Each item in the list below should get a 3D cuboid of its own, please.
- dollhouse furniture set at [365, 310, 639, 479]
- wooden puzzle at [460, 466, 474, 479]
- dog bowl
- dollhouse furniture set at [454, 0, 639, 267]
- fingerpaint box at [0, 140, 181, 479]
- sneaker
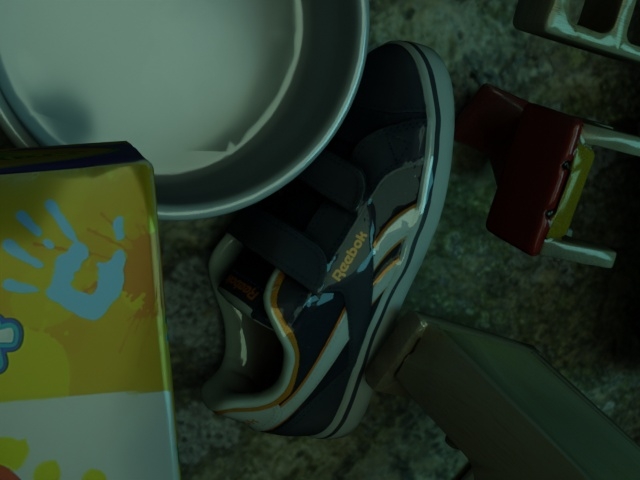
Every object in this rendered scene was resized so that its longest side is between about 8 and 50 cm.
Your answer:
[{"bbox_3d":[0.083,0.294,0.709,0.362,0.256,0.394,19,110,-44],"label":"dollhouse furniture set"},{"bbox_3d":[0.171,0.343,0.903,0.221,0.044,0.239,-47,109,-5],"label":"wooden puzzle"},{"bbox_3d":[-0.106,-0.152,0.648,0.265,0.104,0.265,-5,104,-20],"label":"dog bowl"},{"bbox_3d":[0.162,-0.193,0.700,0.152,0.201,0.374,11,104,-23],"label":"dollhouse furniture set"},{"bbox_3d":[-0.302,0.148,0.506,0.445,0.163,0.371,-7,101,-14],"label":"fingerpaint box"},{"bbox_3d":[0.000,0.000,0.707,0.127,0.126,0.321,9,100,-33],"label":"sneaker"}]
